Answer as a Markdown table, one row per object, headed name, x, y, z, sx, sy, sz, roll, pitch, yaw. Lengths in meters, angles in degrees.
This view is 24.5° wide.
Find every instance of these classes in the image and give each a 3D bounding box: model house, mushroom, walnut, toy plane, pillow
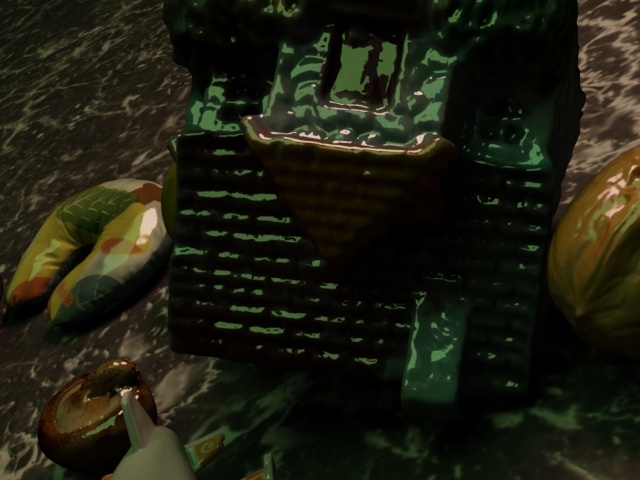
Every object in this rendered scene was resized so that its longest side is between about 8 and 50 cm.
| name | x | y | z | sx | sy | sz | roll | pitch | yaw |
| --- | --- | --- | --- | --- | --- | --- | --- | --- | --- |
| model house | 0.020 | -0.030 | 1.225 | 0.360 | 0.297 | 0.339 | 7 | 69 | 12 |
| mushroom | -0.212 | 0.165 | 1.385 | 0.127 | 0.087 | 0.127 | -21 | 24 | 10 |
| walnut | 0.265 | 0.006 | 1.128 | 0.207 | 0.159 | 0.159 | -36 | 26 | -25 |
| toy plane | -0.143 | 0.228 | 1.172 | 0.245 | 0.117 | 0.244 | -22 | 26 | 11 |
| pillow | -0.262 | 0.014 | 1.727 | 0.214 | 0.086 | 0.233 | -50 | 34 | -17 |

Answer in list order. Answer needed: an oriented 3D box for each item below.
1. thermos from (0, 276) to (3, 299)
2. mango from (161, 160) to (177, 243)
| name | x | y | z | sx | sy | sz | roll | pitch | yaw |
| --- | --- | --- | --- | --- | --- | --- | --- | --- | --- |
| thermos | -0.445 | 0.124 | 1.636 | 0.109 | 0.136 | 0.330 | -46 | 21 | 21 |
| mango | -0.046 | -0.059 | 1.552 | 0.251 | 0.156 | 0.114 | -20 | 6 | 0 |
